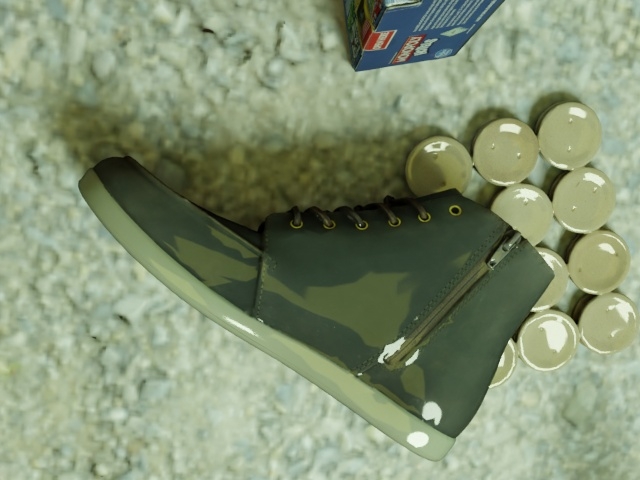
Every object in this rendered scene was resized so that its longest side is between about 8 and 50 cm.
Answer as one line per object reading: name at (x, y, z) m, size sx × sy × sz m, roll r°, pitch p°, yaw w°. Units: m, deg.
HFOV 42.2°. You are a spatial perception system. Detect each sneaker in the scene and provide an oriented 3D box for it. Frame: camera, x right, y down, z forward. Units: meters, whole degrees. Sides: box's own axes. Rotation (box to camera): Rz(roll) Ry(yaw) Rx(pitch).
sneaker at (0.000, 0.000, 0.411) m, size 0.222 × 0.083 × 0.118 m, roll 35°, pitch 87°, yaw -8°

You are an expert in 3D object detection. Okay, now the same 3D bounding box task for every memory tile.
memory tile at (0.113, 0.004, 0.457) m, size 0.113 × 0.012 × 0.148 m, roll -16°, pitch 101°, yaw -4°

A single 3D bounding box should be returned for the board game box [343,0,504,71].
board game box at (0.037, -0.192, 0.344) m, size 0.060 × 0.194 × 0.194 m, roll -10°, pitch 87°, yaw -6°
